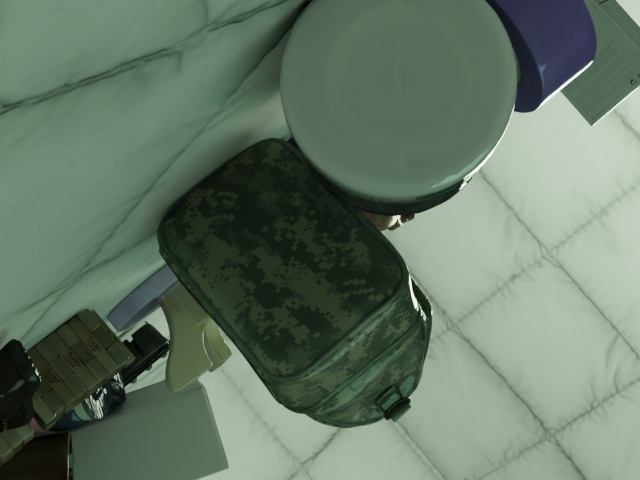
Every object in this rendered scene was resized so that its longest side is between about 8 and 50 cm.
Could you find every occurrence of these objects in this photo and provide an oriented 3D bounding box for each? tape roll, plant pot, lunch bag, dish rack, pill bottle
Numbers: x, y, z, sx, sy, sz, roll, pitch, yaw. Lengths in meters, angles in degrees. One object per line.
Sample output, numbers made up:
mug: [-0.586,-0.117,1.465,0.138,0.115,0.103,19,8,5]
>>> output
tape roll: [0.195,-0.233,1.269,0.080,0.189,0.189,-39,176,-12]
plant pot: [-0.481,0.392,1.758,0.230,0.215,0.215,-1,168,-9]
lunch bag: [-0.021,0.065,1.419,0.212,0.305,0.256,-39,148,-9]
dish rack: [-0.367,0.239,2.225,0.208,0.074,0.271,-39,176,-8]
pill bottle: [0.073,-0.128,1.179,0.204,0.204,0.361,-40,176,0]

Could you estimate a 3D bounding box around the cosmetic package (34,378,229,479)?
cosmetic package: [-0.354,0.352,1.989,0.366,0.155,0.197,-17,-176,-11]

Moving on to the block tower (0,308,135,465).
block tower: [-0.396,0.220,1.551,0.335,0.091,0.097,-39,177,-21]

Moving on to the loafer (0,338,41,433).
loafer: [-0.380,0.175,1.387,0.078,0.080,0.220,-27,166,-27]

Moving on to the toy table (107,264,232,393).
toy table: [-0.170,0.098,1.837,0.274,0.161,0.252,-38,176,-19]

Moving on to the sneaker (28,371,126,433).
sneaker: [-0.389,0.230,1.876,0.131,0.112,0.319,-17,178,2]

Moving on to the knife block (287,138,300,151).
knife block: [-0.072,-0.063,1.641,0.276,0.242,0.088,14,-147,34]

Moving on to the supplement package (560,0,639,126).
supplement package: [0.408,-0.322,1.891,0.134,0.244,0.139,-43,175,28]

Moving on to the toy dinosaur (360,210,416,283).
toy dinosaur: [0.063,-0.073,1.685,0.127,0.295,0.200,-10,176,3]
